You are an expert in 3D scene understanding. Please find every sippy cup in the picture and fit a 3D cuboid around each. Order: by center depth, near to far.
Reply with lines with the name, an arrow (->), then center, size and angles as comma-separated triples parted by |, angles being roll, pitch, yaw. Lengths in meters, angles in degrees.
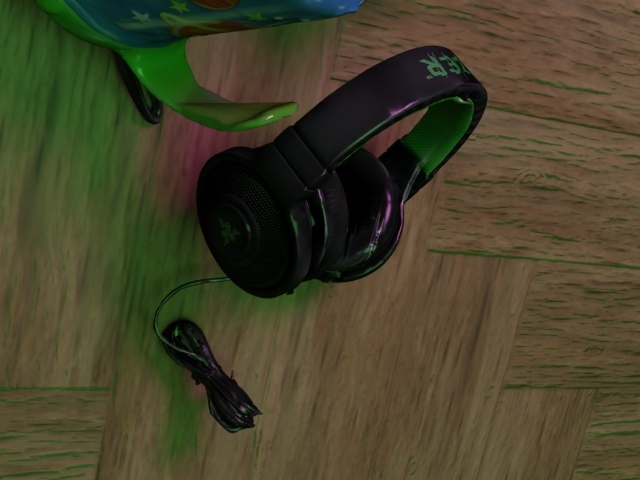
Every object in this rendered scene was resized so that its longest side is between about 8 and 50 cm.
sippy cup -> -0.069, -0.247, 0.700 | 0.240, 0.224, 0.305 | -63, 142, -22

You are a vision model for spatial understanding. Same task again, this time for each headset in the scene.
headset -> 0.000, 0.000, 0.885 | 0.394, 0.185, 0.243 | -42, 164, 23

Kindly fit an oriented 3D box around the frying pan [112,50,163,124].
frying pan -> -0.196, -0.234, 0.766 | 0.197, 0.053, 0.326 | -24, 116, -48
